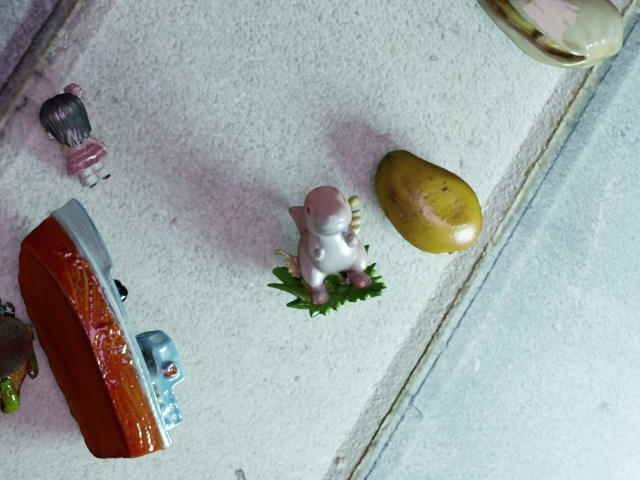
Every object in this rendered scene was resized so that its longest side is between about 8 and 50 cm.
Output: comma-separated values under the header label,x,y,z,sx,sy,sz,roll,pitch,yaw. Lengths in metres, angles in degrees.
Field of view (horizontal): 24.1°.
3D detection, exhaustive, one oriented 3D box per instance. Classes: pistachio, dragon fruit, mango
label,x,y,z,sx,sy,sz,roll,pitch,yaw
pistachio,0.316,-0.314,2.060,0.223,0.126,0.152,25,51,-11
dragon fruit,-0.424,0.169,1.868,0.142,0.138,0.175,-9,116,-54
mango,0.144,-0.047,2.033,0.165,0.089,0.115,26,83,-13

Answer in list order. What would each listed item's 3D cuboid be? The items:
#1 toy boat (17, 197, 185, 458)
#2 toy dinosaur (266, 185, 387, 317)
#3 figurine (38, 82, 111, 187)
label,x,y,z,sx,sy,sz,roll,pitch,yaw
toy boat,-0.270,0.108,1.897,0.133,0.145,0.332,-28,102,-37
toy dinosaur,-0.007,0.001,1.945,0.152,0.194,0.177,-15,113,-1
figurine,-0.309,-0.133,1.917,0.072,0.054,0.129,-31,102,-17
